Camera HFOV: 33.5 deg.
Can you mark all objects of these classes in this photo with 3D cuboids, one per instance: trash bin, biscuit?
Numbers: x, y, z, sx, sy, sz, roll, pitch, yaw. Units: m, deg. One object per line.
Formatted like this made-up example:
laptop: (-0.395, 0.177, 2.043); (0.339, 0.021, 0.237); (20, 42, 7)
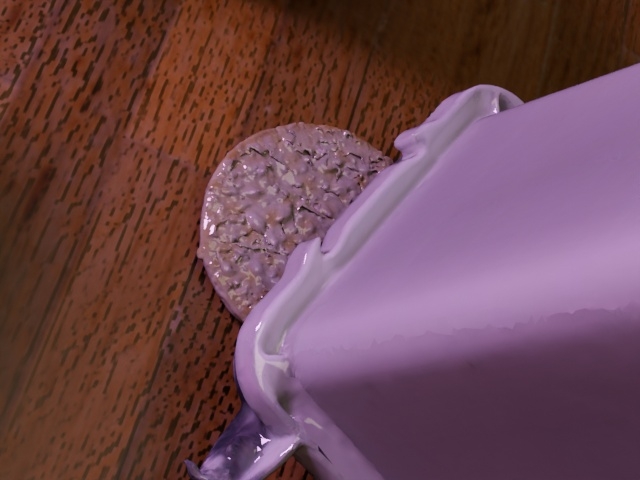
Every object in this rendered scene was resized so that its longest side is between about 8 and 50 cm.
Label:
trash bin: (0.151, 0.053, 0.460); (0.256, 0.367, 0.296); (51, 58, -11)
biscuit: (0.000, 0.000, 0.620); (0.152, 0.020, 0.152); (9, 70, -25)
